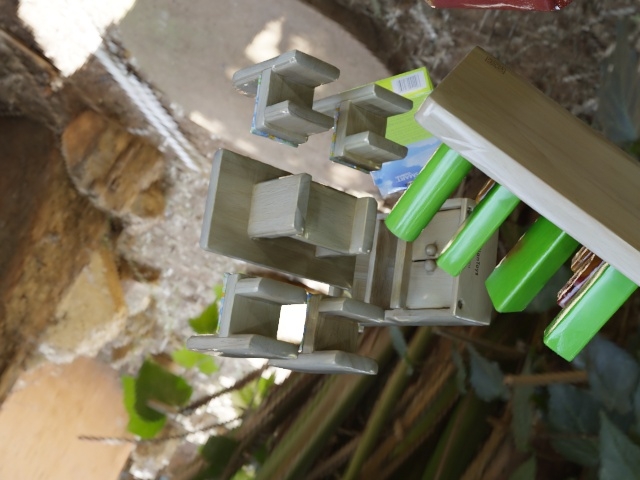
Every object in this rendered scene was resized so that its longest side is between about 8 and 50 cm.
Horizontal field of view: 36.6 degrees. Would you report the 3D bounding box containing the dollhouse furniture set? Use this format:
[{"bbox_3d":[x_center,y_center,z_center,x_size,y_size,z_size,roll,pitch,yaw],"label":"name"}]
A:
[{"bbox_3d":[0.000,0.000,0.773,0.242,0.212,0.161,17,165,-37],"label":"dollhouse furniture set"}]

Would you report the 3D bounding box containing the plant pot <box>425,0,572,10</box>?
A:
[{"bbox_3d":[0.182,-0.365,0.913,0.267,0.267,0.236,19,143,50],"label":"plant pot"}]

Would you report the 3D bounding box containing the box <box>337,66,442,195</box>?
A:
[{"bbox_3d":[0.098,-0.126,1.156,0.109,0.042,0.178,-15,149,11],"label":"box"}]

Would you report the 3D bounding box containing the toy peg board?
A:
[{"bbox_3d":[0.119,-0.021,0.553,0.161,0.160,0.079,37,117,2],"label":"toy peg board"}]
